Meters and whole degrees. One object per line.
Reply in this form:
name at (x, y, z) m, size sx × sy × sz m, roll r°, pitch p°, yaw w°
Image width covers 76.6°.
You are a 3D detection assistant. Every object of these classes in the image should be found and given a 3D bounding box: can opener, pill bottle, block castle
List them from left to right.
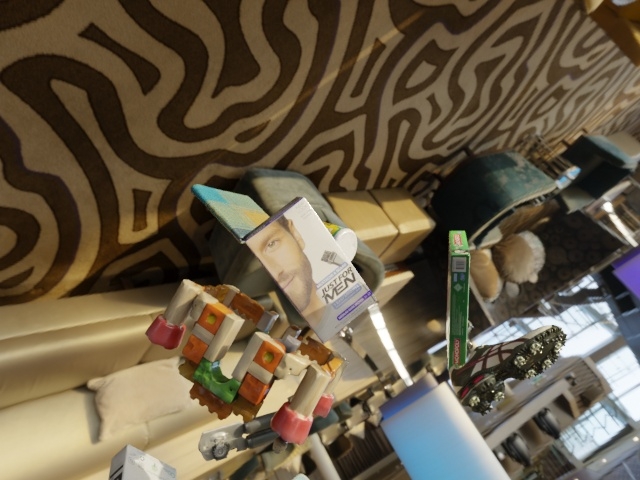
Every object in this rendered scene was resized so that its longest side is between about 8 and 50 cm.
block castle at (-0.176, 0.296, 1.012) m, size 0.213 × 0.453 × 0.303 m, roll -61°, pitch 164°, yaw 0°
can opener at (-0.184, 0.508, 1.090) m, size 0.283 × 0.076 × 0.095 m, roll -9°, pitch 177°, yaw -21°
pill bottle at (0.000, 0.000, 1.260) m, size 0.117 × 0.208 × 0.118 m, roll -20°, pitch 118°, yaw -44°

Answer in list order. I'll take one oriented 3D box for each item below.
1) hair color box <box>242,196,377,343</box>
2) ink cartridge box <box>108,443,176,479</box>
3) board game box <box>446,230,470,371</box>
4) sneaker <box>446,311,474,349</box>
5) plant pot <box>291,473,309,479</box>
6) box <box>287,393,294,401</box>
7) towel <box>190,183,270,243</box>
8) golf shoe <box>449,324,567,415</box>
hair color box at (-0.026, 0.075, 1.057) m, size 0.185 × 0.339 × 0.110 m, roll -38°, pitch -167°, yaw -7°
ink cartridge box at (-0.395, 0.626, 0.893) m, size 0.065 × 0.332 × 0.165 m, roll -43°, pitch 117°, yaw -2°
board game box at (0.364, 0.155, 1.083) m, size 0.046 × 0.318 × 0.213 m, roll 1°, pitch -163°, yaw 15°
sneaker at (0.471, 0.279, 1.363) m, size 0.078 × 0.188 × 0.067 m, roll 3°, pitch 149°, yaw -1°
plant pot at (-0.068, 0.642, 0.737) m, size 0.247 × 0.248 × 0.252 m, roll -30°, pitch 153°, yaw -36°
box at (-0.043, 0.547, 1.382) m, size 0.054 × 0.059 × 0.169 m, roll -14°, pitch 168°, yaw -40°
towel at (-0.274, -0.082, 1.439) m, size 0.271 × 0.370 × 0.040 m, roll 9°, pitch 115°, yaw -48°
golf shoe at (0.407, 0.261, 0.905) m, size 0.272 × 0.120 × 0.105 m, roll -38°, pitch 117°, yaw 8°
